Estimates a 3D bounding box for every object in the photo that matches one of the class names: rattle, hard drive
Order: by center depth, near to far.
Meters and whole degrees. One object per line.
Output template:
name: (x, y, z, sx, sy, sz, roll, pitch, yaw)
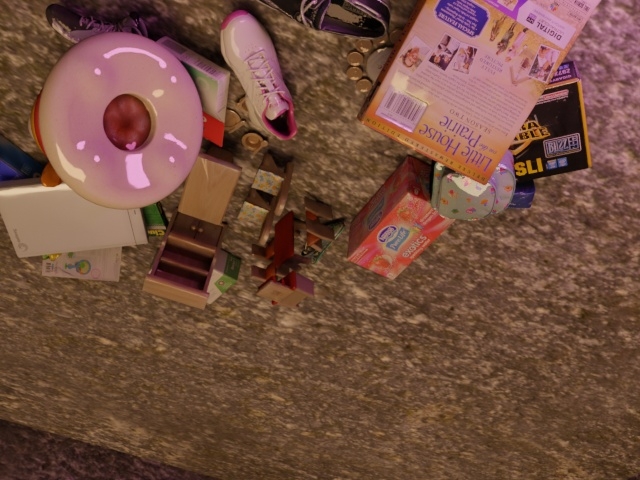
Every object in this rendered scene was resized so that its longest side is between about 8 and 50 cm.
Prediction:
rattle: (-0.588, -0.214, 1.702, 0.199, 0.143, 0.130, 0, 120, 16)
hard drive: (-0.660, -0.071, 1.831, 0.352, 0.047, 0.233, -6, 129, -6)

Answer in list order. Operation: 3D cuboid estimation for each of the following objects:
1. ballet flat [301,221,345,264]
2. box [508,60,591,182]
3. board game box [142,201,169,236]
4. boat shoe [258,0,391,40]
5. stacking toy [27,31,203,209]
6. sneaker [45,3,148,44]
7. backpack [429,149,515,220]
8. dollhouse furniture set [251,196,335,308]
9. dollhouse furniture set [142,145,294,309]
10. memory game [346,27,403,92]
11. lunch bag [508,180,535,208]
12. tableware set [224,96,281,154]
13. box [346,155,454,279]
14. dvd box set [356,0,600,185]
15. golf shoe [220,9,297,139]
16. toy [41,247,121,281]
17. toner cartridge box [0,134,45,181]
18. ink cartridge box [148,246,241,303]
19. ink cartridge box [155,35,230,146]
ballet flat: (0.000, 0.000, 1.911, 0.070, 0.070, 0.188, 23, 133, -17)
box: (0.436, -0.247, 1.564, 0.321, 0.079, 0.257, -10, 137, 19)
board game box: (-0.567, -0.062, 1.943, 0.259, 0.030, 0.136, 0, 135, 8)
boat shoe: (-0.006, -0.468, 1.359, 0.301, 0.102, 0.108, 15, 138, -9)
stacking toy: (-0.518, -0.266, 1.509, 0.479, 0.351, 0.351, 13, 151, 46)
sneaker: (-0.454, -0.460, 1.457, 0.132, 0.086, 0.228, -35, 134, 31)
backpack: (0.346, -0.133, 1.543, 0.188, 0.144, 0.166, 0, 133, 3)
dollhouse furniture set: (-0.095, 0.040, 1.820, 0.135, 0.259, 0.262, 24, 135, -31)
dollhouse furniture set: (-0.310, -0.048, 1.737, 0.362, 0.257, 0.394, 19, 140, -10)
memory game: (0.149, -0.384, 1.498, 0.186, 0.012, 0.186, 4, 138, 3)
lunch bag: (0.482, -0.117, 1.706, 0.098, 0.067, 0.065, 2, 138, 7)
tableware set: (-0.167, -0.282, 1.650, 0.168, 0.020, 0.141, 36, 130, -28)
box: (0.205, -0.053, 1.760, 0.154, 0.142, 0.300, 24, 135, -17)
dvd box set: (0.302, -0.354, 1.332, 0.307, 0.062, 0.421, 23, 108, -15)
golf shoe: (-0.119, -0.346, 1.469, 0.115, 0.140, 0.306, -32, 138, -7)
toy: (-0.705, 0.045, 2.039, 0.237, 0.137, 0.056, 4, 179, 1)
toner cartridge box: (-0.842, -0.175, 1.821, 0.165, 0.075, 0.348, -25, 129, 29)
ink cartridge box: (-0.372, 0.078, 2.021, 0.219, 0.093, 0.160, 31, 133, -24)
ink cartridge box: (-0.299, -0.323, 1.549, 0.181, 0.056, 0.225, 31, 138, 12)
